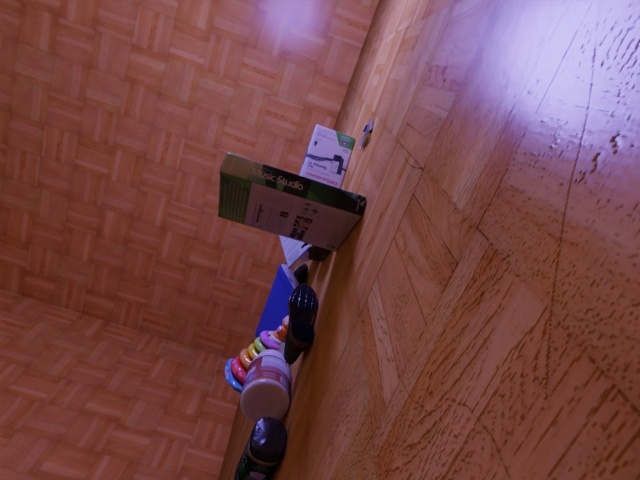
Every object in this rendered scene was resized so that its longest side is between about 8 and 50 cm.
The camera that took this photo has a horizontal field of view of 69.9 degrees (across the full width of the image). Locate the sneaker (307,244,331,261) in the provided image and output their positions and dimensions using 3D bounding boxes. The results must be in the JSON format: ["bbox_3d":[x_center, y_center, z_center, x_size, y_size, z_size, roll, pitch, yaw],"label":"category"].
[{"bbox_3d":[0.000,0.000,1.343,0.192,0.064,0.086,117,165,-73],"label":"sneaker"}]

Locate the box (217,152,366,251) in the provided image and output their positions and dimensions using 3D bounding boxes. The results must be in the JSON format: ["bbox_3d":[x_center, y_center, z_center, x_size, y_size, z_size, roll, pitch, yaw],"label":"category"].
[{"bbox_3d":[-0.079,-0.079,1.080,0.232,0.321,0.059,122,162,-64],"label":"box"}]

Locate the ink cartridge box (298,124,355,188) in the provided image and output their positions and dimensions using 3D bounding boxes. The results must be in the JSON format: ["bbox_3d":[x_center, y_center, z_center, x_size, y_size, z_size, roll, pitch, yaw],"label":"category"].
[{"bbox_3d":[0.019,-0.281,1.625,0.087,0.153,0.209,139,148,-76],"label":"ink cartridge box"}]

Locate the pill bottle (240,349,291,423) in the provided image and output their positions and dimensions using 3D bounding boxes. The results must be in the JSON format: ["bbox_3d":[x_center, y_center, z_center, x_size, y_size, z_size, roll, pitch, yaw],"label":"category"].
[{"bbox_3d":[-0.138,0.372,1.197,0.216,0.121,0.121,-104,33,-79],"label":"pill bottle"}]

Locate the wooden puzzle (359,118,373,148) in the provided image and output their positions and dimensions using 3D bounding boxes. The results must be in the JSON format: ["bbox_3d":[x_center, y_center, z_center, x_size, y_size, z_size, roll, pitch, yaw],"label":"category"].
[{"bbox_3d":[0.134,-0.307,1.326,0.079,0.014,0.116,121,167,-45],"label":"wooden puzzle"}]

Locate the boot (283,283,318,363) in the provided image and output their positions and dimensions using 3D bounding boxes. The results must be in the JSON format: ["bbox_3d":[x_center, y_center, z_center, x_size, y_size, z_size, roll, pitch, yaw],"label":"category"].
[{"bbox_3d":[-0.061,0.211,1.184,0.219,0.082,0.106,-84,16,-56],"label":"boot"}]

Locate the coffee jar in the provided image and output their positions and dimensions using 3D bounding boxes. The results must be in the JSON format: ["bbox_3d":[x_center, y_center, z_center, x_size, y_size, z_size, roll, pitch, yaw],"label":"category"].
[{"bbox_3d":[-0.135,0.484,1.023,0.096,0.079,0.184,-82,13,-60],"label":"coffee jar"}]

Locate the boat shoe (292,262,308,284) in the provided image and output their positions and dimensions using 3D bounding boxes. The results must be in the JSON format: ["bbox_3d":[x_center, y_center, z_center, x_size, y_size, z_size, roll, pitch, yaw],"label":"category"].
[{"bbox_3d":[-0.086,0.183,1.708,0.065,0.075,0.206,40,112,38],"label":"boat shoe"}]

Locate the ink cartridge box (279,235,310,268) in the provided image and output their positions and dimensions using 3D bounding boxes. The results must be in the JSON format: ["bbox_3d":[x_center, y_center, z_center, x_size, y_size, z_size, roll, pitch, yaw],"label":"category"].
[{"bbox_3d":[-0.051,-0.044,1.544,0.223,0.045,0.224,-44,42,26],"label":"ink cartridge box"}]

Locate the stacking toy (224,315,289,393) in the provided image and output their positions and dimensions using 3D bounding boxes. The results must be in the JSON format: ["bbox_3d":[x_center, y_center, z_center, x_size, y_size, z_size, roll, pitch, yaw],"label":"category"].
[{"bbox_3d":[-0.172,0.368,1.528,0.302,0.165,0.175,-54,24,8],"label":"stacking toy"}]

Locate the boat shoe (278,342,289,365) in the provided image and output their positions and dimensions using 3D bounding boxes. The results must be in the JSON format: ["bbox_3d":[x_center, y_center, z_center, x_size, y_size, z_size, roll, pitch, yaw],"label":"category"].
[{"bbox_3d":[-0.112,0.373,1.355,0.049,0.042,0.133,-20,48,50],"label":"boat shoe"}]

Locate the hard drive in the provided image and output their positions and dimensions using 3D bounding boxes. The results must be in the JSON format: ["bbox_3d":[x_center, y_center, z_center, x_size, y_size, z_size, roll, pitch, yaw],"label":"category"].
[{"bbox_3d":[-0.152,0.276,1.664,0.210,0.040,0.319,53,127,54],"label":"hard drive"}]

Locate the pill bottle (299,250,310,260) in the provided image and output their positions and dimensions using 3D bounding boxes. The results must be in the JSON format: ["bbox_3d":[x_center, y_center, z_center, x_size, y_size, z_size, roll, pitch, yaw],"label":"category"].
[{"bbox_3d":[-0.044,-0.013,1.645,0.094,0.094,0.169,116,171,-52],"label":"pill bottle"}]
